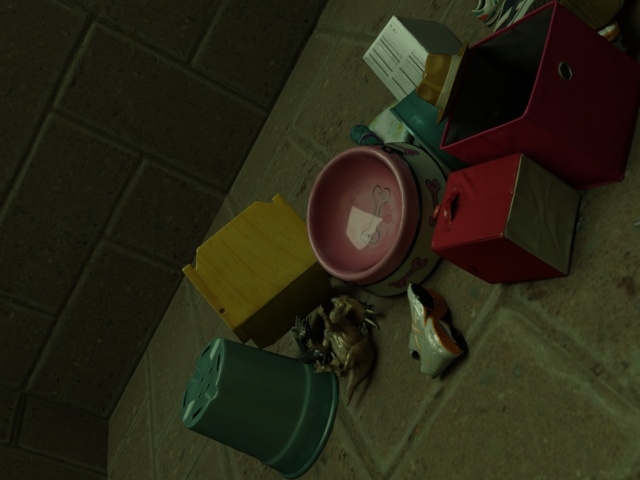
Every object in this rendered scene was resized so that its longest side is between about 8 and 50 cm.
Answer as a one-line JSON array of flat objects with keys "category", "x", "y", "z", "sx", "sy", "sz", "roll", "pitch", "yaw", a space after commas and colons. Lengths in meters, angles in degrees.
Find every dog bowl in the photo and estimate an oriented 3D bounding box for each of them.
[{"category": "dog bowl", "x": 0.130, "y": -0.062, "z": 1.803, "sx": 0.407, "sy": 0.150, "sz": 0.408, "roll": -8, "pitch": 79, "yaw": 45}]

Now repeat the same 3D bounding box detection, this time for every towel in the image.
[{"category": "towel", "x": 0.205, "y": -0.248, "z": 2.111, "sx": 0.320, "sy": 0.090, "sz": 0.375, "roll": -17, "pitch": 54, "yaw": 67}]

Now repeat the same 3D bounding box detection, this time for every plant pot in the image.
[{"category": "plant pot", "x": 0.348, "y": -0.307, "z": 1.671, "sx": 0.255, "sy": 0.271, "sz": 0.272, "roll": -45, "pitch": 27, "yaw": 14}, {"category": "plant pot", "x": -0.182, "y": 0.441, "z": 1.943, "sx": 0.341, "sy": 0.334, "sz": 0.341, "roll": -49, "pitch": 27, "yaw": 36}]

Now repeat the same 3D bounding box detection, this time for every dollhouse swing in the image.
[{"category": "dollhouse swing", "x": -0.163, "y": 0.106, "z": 2.077, "sx": 0.346, "sy": 0.315, "sz": 0.305, "roll": -40, "pitch": -9, "yaw": -9}]

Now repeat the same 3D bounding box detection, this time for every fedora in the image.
[{"category": "fedora", "x": 0.248, "y": -0.337, "z": 1.477, "sx": 0.194, "sy": 0.079, "sz": 0.195, "roll": 18, "pitch": -90, "yaw": -88}]

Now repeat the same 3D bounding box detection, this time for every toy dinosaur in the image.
[{"category": "toy dinosaur", "x": 0.082, "y": 0.262, "z": 1.820, "sx": 0.127, "sy": 0.200, "sz": 0.296, "roll": -43, "pitch": 60, "yaw": 49}]

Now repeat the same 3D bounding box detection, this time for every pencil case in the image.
[{"category": "pencil case", "x": 0.134, "y": -0.306, "z": 2.131, "sx": 0.064, "sy": 0.070, "sz": 0.152, "roll": -32, "pitch": 22, "yaw": 3}]

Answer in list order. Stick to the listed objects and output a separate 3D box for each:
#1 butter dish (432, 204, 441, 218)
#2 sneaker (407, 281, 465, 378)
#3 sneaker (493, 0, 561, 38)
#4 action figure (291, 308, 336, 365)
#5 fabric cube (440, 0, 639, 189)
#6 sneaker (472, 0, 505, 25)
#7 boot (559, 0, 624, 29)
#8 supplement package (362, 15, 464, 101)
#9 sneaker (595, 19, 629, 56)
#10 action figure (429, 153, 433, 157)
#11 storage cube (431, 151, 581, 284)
[{"category": "butter dish", "x": 0.312, "y": -0.045, "z": 1.594, "sx": 0.160, "sy": 0.118, "sz": 0.160, "roll": 86, "pitch": -153, "yaw": -83}, {"category": "sneaker", "x": 0.231, "y": 0.200, "z": 1.596, "sx": 0.121, "sy": 0.099, "sz": 0.262, "roll": -59, "pitch": 21, "yaw": 25}, {"category": "sneaker", "x": 0.528, "y": -0.573, "z": 1.700, "sx": 0.321, "sy": 0.126, "sz": 0.128, "roll": -41, "pitch": 37, "yaw": 47}, {"category": "action figure", "x": -0.001, "y": 0.264, "z": 1.959, "sx": 0.275, "sy": 0.164, "sz": 0.141, "roll": -141, "pitch": 43, "yaw": -75}, {"category": "fabric cube", "x": 0.439, "y": -0.260, "z": 1.396, "sx": 0.259, "sy": 0.258, "sz": 0.254, "roll": -14, "pitch": 53, "yaw": 63}, {"category": "sneaker", "x": 0.488, "y": -0.692, "z": 1.984, "sx": 0.161, "sy": 0.075, "sz": 0.057, "roll": -60, "pitch": 22, "yaw": 12}, {"category": "boot", "x": 0.586, "y": -0.514, "z": 1.443, "sx": 0.203, "sy": 0.095, "sz": 0.262, "roll": -41, "pitch": 2, "yaw": -6}, {"category": "supplement package", "x": 0.282, "y": -0.466, "z": 1.875, "sx": 0.204, "sy": 0.261, "sz": 0.145, "roll": 53, "pitch": 127, "yaw": 18}, {"category": "sneaker", "x": 0.574, "y": -0.398, "z": 1.477, "sx": 0.084, "sy": 0.083, "sz": 0.215, "roll": -36, "pitch": 9, "yaw": 9}, {"category": "action figure", "x": 0.337, "y": -0.258, "z": 1.925, "sx": 0.115, "sy": 0.030, "sz": 0.038, "roll": -47, "pitch": 33, "yaw": 27}, {"category": "storage cube", "x": 0.365, "y": -0.036, "z": 1.392, "sx": 0.193, "sy": 0.215, "sz": 0.184, "roll": -13, "pitch": 54, "yaw": 55}]
